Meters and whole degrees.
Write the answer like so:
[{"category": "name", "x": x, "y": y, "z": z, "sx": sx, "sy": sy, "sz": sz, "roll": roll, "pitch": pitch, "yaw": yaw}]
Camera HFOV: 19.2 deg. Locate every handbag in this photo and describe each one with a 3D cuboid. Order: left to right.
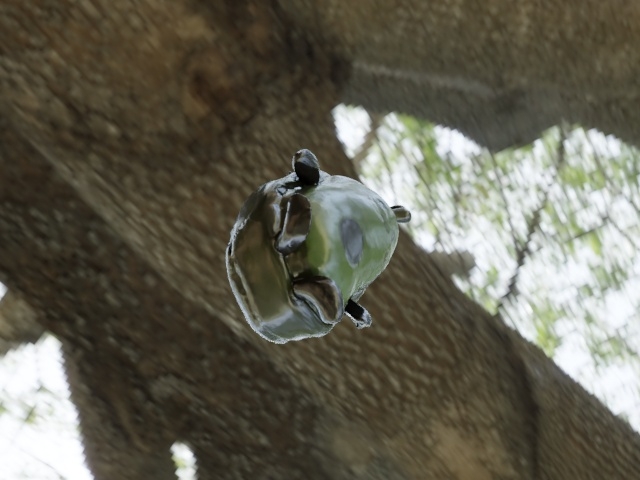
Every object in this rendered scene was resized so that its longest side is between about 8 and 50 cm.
[{"category": "handbag", "x": 0.000, "y": 0.000, "z": 0.730, "sx": 0.047, "sy": 0.111, "sz": 0.072, "roll": -18, "pitch": -85, "yaw": 23}]
